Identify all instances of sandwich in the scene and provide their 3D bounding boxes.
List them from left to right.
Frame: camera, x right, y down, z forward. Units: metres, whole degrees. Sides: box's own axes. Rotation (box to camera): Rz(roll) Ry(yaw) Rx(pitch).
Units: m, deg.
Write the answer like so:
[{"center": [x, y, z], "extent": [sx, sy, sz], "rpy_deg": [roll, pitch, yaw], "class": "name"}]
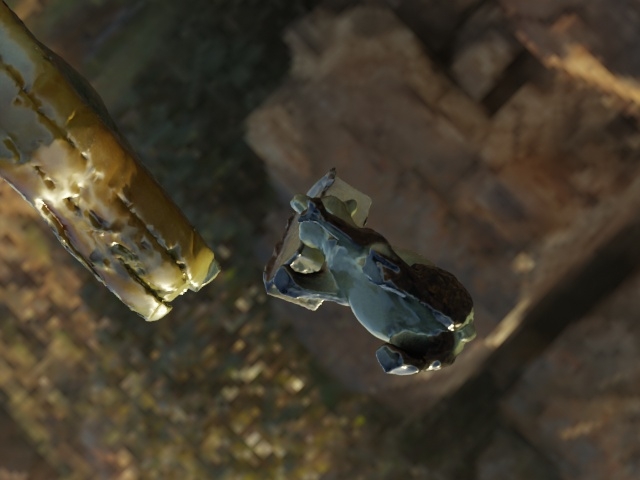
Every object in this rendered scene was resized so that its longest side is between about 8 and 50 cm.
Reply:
[{"center": [-0.213, -0.093, 1.448], "extent": [0.271, 0.099, 0.301], "rpy_deg": [43, 173, 41], "class": "sandwich"}]

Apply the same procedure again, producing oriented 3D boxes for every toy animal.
[{"center": [0.044, 0.030, 1.728], "extent": [0.225, 0.093, 0.121], "rpy_deg": [36, -161, 36], "class": "toy animal"}]

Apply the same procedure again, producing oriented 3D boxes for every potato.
[{"center": [0.001, -0.001, 1.858], "extent": [0.061, 0.122, 0.086], "rpy_deg": [33, 136, -13], "class": "potato"}]
